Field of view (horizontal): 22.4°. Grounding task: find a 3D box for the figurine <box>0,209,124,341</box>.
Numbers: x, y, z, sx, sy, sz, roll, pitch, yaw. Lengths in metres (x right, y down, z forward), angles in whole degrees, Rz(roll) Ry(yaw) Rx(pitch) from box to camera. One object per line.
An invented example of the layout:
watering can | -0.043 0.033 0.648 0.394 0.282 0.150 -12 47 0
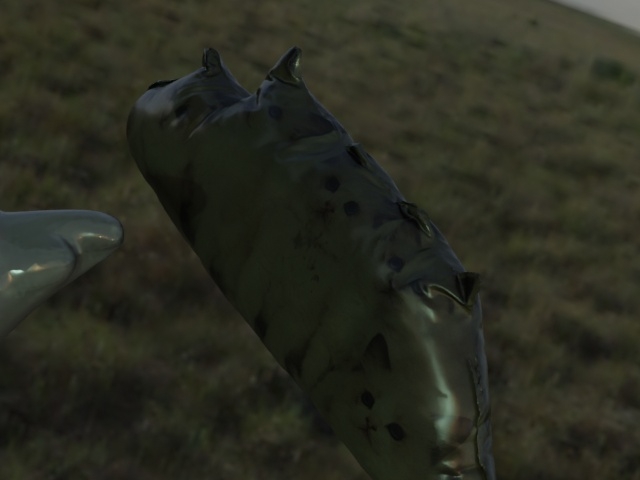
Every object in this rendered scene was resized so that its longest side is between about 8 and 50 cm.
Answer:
figurine | -0.164 -0.098 0.512 0.283 0.338 0.204 44 -4 -4

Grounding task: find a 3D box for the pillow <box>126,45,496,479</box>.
pillow | 0.001 0.000 0.594 0.051 0.093 0.241 -4 44 -40
